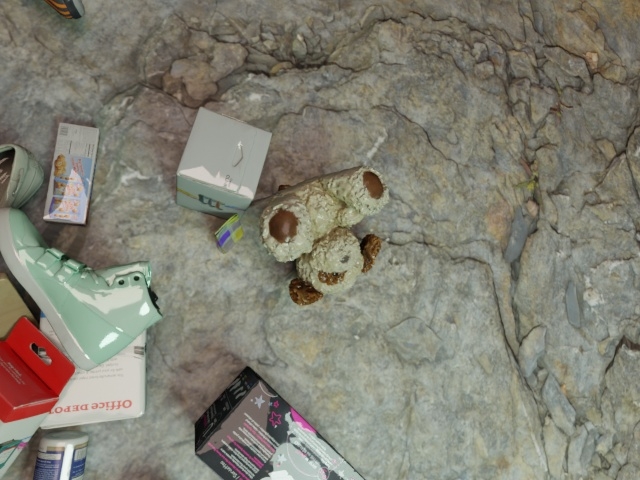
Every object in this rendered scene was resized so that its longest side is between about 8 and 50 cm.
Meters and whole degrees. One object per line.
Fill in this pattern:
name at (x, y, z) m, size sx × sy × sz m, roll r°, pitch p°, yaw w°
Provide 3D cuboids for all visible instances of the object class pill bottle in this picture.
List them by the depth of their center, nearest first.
pill bottle at (-0.394, 0.356, 0.647) m, size 0.067 × 0.067 × 0.120 m, roll 7°, pitch 77°, yaw -18°

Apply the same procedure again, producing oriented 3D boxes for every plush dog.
plush dog at (0.000, 0.000, 0.817) m, size 0.262 × 0.210 × 0.225 m, roll -28°, pitch 109°, yaw -25°

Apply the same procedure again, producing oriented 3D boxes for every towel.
towel at (-0.167, -0.011, 0.796) m, size 0.009 × 0.083 × 0.060 m, roll 36°, pitch 67°, yaw 14°

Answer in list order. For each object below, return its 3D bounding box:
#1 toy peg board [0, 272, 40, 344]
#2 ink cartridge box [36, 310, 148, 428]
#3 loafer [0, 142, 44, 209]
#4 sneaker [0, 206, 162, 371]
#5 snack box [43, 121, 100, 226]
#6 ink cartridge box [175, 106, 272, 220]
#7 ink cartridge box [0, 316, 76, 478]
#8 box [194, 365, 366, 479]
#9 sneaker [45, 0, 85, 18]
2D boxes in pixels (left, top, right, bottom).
toy peg board at (-0.519, 0.109, 0.623) m, size 0.161 × 0.161 × 0.079 m, roll -23°, pitch 54°, yaw -26°
ink cartridge box at (-0.355, 0.177, 0.686) m, size 0.148 × 0.086 × 0.203 m, roll 1°, pitch 79°, yaw -19°
loafer at (-0.554, -0.020, 0.641) m, size 0.112 × 0.111 × 0.319 m, roll 32°, pitch 71°, yaw -13°
sneaker at (-0.337, 0.040, 0.625) m, size 0.151 × 0.094 × 0.256 m, roll -33°, pitch 97°, yaw -17°
snack box at (-0.432, -0.116, 0.752) m, size 0.064 × 0.022 × 0.178 m, roll 6°, pitch 77°, yaw -19°
ink cartridge box at (-0.176, -0.125, 0.761) m, size 0.127 × 0.176 × 0.128 m, roll 18°, pitch 74°, yaw -16°
ink cartridge box at (-0.462, 0.233, 0.584) m, size 0.134 × 0.078 × 0.231 m, roll 35°, pitch 88°, yaw 15°
box at (-0.074, 0.352, 0.710) m, size 0.247 × 0.163 × 0.142 m, roll 46°, pitch 72°, yaw -5°
sneaker at (-0.566, -0.474, 0.736) m, size 0.180 × 0.124 × 0.321 m, roll -42°, pitch 84°, yaw -18°
